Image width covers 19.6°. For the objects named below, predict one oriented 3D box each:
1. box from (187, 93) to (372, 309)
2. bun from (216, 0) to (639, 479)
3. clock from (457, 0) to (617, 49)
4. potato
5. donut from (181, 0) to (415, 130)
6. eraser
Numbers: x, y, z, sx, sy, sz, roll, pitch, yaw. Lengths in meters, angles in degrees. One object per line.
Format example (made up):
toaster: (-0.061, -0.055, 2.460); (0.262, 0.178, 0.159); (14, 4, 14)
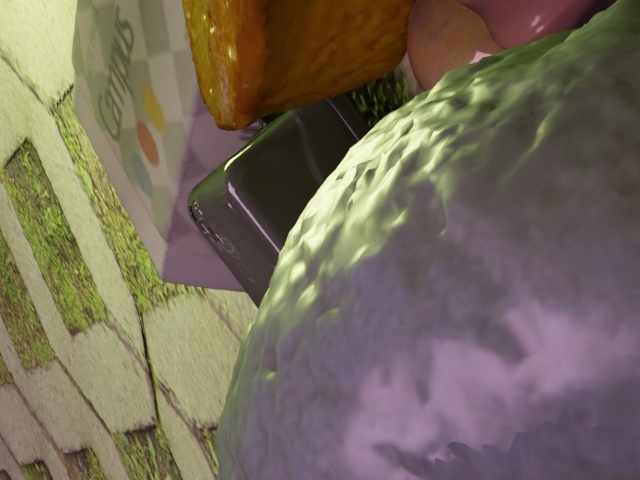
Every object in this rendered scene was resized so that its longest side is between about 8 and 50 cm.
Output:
box: (0.000, 0.000, 1.100); (0.172, 0.093, 0.124); (54, 160, -2)
bun: (0.141, 0.049, 0.563); (0.362, 0.362, 0.211); (110, 170, -61)
clock: (0.106, -0.174, 0.612); (0.244, 0.056, 0.244); (-161, 90, -81)
potato: (0.097, -0.089, 0.803); (0.147, 0.112, 0.112); (-134, 29, -64)
donut: (-0.022, -0.207, 0.903); (0.303, 0.110, 0.302); (171, 90, -79)
eraser: (-0.084, -0.122, 1.252); (0.213, 0.082, 0.397); (60, 158, 20)
